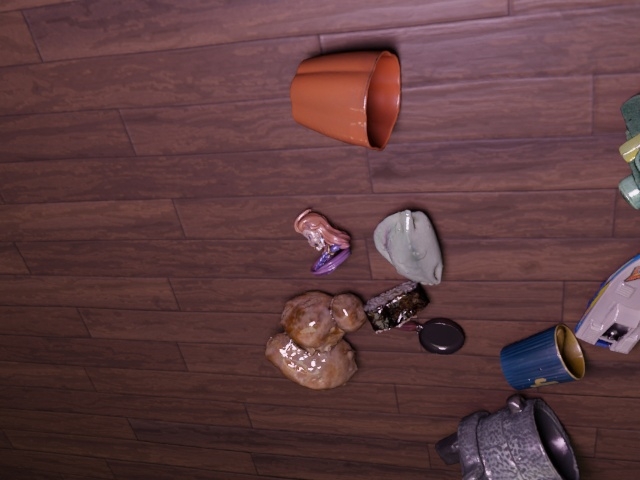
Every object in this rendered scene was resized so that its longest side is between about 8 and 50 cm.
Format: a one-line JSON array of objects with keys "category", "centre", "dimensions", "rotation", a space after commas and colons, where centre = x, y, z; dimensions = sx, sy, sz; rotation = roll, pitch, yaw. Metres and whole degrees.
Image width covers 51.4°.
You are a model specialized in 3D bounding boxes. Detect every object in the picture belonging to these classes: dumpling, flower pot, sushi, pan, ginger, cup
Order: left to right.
[{"category": "ginger", "centre": [-0.006, 0.239, 1.665], "dimensions": [0.245, 0.155, 0.304], "rotation": [15, 128, 1]}, {"category": "flower pot", "centre": [0.045, -0.275, 1.269], "dimensions": [0.173, 0.190, 0.190], "rotation": [14, 130, 24]}, {"category": "sushi", "centre": [0.180, 0.156, 1.575], "dimensions": [0.150, 0.090, 0.078], "rotation": [-29, 103, -3]}, {"category": "dumpling", "centre": [0.187, 0.018, 1.473], "dimensions": [0.149, 0.105, 0.216], "rotation": [-10, 126, 16]}, {"category": "pan", "centre": [0.253, 0.224, 1.647], "dimensions": [0.212, 0.040, 0.115], "rotation": [17, 130, -5]}, {"category": "flower pot", "centre": [0.462, 0.556, 1.673], "dimensions": [0.283, 0.299, 0.299], "rotation": [-31, 112, 28]}, {"category": "cup", "centre": [0.530, 0.288, 1.573], "dimensions": [0.155, 0.131, 0.176], "rotation": [-26, 140, 36]}]

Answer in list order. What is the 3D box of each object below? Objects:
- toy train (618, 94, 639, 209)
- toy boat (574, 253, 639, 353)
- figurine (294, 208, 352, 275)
[{"category": "toy train", "centre": [0.660, -0.207, 1.070], "dimensions": [0.160, 0.253, 0.397], "rotation": [37, 127, -22]}, {"category": "toy boat", "centre": [0.663, 0.122, 1.417], "dimensions": [0.129, 0.088, 0.295], "rotation": [19, 129, 3]}, {"category": "figurine", "centre": [0.010, -0.001, 1.527], "dimensions": [0.114, 0.126, 0.157], "rotation": [-20, 81, -7]}]
